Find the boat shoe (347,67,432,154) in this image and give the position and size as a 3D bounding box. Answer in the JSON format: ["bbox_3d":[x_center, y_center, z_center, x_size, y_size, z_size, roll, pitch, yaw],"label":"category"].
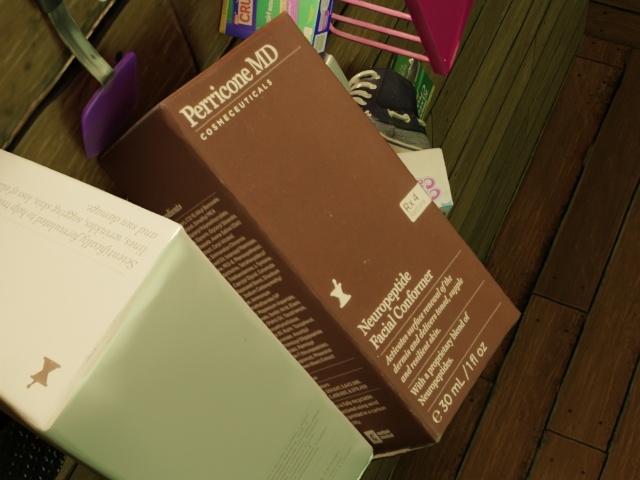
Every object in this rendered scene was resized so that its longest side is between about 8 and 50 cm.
[{"bbox_3d":[0.041,-0.168,1.303,0.341,0.127,0.158,11,64,-58],"label":"boat shoe"}]

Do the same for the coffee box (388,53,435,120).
[{"bbox_3d":[0.145,-0.242,1.604,0.113,0.040,0.184,-69,162,-2],"label":"coffee box"}]

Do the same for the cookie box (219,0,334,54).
[{"bbox_3d":[-0.043,-0.242,0.950,0.040,0.107,0.091,-36,141,-57],"label":"cookie box"}]

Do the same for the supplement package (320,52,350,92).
[{"bbox_3d":[-0.053,-0.123,1.050,0.179,0.105,0.105,-67,162,-6],"label":"supplement package"}]

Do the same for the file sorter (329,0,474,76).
[{"bbox_3d":[0.074,-0.346,1.060,0.291,0.182,0.202,32,77,-73],"label":"file sorter"}]

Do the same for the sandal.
[{"bbox_3d":[-0.250,0.155,0.846,0.179,0.067,0.040,-65,-158,0],"label":"sandal"}]

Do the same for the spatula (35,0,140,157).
[{"bbox_3d":[-0.191,-0.163,0.724,0.084,0.030,0.296,-60,160,-23],"label":"spatula"}]

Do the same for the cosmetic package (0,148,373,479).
[{"bbox_3d":[-0.133,0.117,0.744,0.156,0.217,0.385,-55,146,-19],"label":"cosmetic package"}]

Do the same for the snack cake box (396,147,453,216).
[{"bbox_3d":[0.078,-0.027,1.330,0.264,0.152,0.089,106,-24,-68],"label":"snack cake box"}]

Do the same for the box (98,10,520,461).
[{"bbox_3d":[0.000,0.000,0.889,0.143,0.381,0.191,-30,-166,50],"label":"box"}]
